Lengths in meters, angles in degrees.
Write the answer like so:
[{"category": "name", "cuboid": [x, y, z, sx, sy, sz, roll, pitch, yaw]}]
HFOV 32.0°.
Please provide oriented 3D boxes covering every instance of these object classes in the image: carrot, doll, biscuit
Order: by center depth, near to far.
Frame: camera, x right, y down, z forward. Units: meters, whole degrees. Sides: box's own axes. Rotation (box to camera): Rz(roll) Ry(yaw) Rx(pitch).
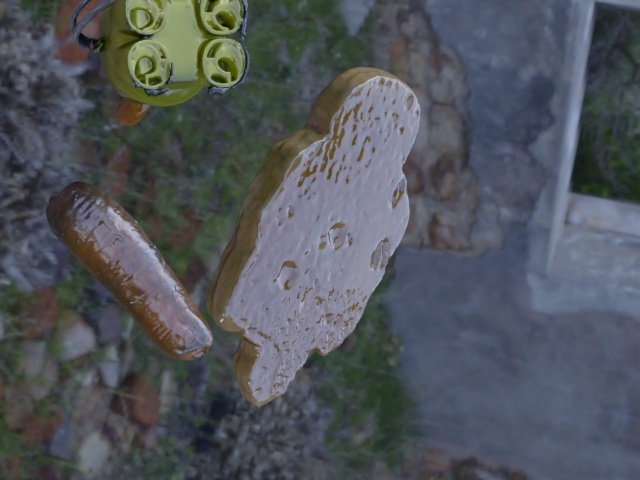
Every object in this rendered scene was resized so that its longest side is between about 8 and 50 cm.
[{"category": "carrot", "cuboid": [-0.156, 0.027, 0.936, 0.060, 0.186, 0.060, -40, -170, 8]}, {"category": "doll", "cuboid": [-0.144, -0.164, 0.940, 0.135, 0.221, 0.143, -8, 102, -27]}, {"category": "biscuit", "cuboid": [-0.003, -0.002, 1.170, 0.269, 0.051, 0.376, 18, 96, -56]}]
